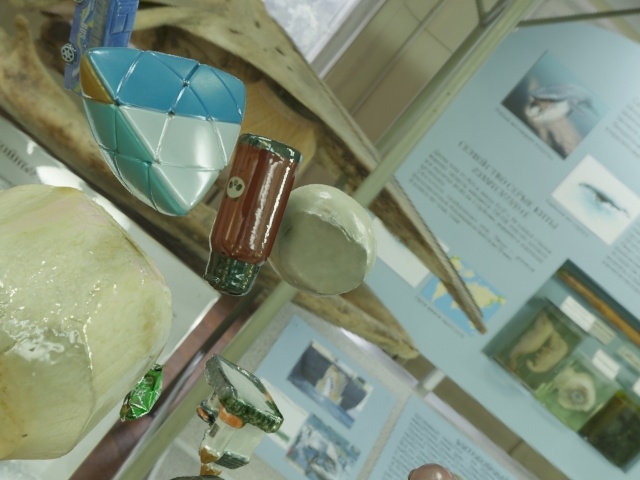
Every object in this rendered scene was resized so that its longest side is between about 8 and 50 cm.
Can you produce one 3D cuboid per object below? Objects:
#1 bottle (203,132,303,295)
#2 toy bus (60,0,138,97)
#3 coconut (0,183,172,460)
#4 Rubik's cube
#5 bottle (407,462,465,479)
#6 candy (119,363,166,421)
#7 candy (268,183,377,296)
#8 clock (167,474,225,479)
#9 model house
[{"bbox_3d":[-0.156,-0.050,1.409,0.144,0.336,0.144,19,1,0],"label":"bottle"},{"bbox_3d":[-0.365,-0.349,1.108,0.094,0.236,0.079,31,34,8],"label":"toy bus"},{"bbox_3d":[-0.248,0.062,0.584,0.241,0.241,0.241,39,10,-8],"label":"coconut"},{"bbox_3d":[-0.231,-0.141,0.882,0.254,0.254,0.254,39,10,-8],"label":"Rubik's cube"},{"bbox_3d":[0.255,0.523,1.302,0.253,0.120,0.120,53,1,-35],"label":"bottle"},{"bbox_3d":[-0.549,0.473,2.057,0.141,0.203,0.078,0,-36,44],"label":"candy"},{"bbox_3d":[0.000,0.000,1.565,0.295,0.295,0.185,38,31,-11],"label":"candy"},{"bbox_3d":[-0.225,0.558,1.107,0.066,0.319,0.319,19,21,-38],"label":"clock"},{"bbox_3d":[-0.266,0.495,1.748,0.190,0.301,0.271,30,2,-27],"label":"model house"}]
